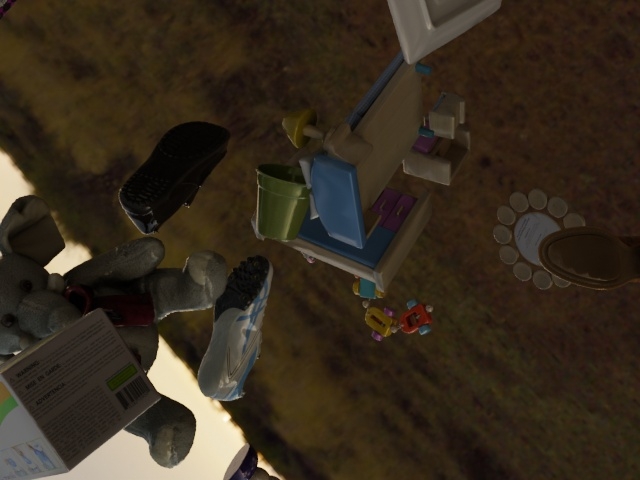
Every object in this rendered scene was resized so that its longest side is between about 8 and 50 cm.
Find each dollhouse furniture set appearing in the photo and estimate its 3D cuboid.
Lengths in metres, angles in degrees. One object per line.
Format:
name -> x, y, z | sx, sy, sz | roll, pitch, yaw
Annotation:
dollhouse furniture set -> 0.035, -0.138, 1.112 | 0.198, 0.286, 0.303 | 23, 153, 22

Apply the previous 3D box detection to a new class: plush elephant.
plush elephant -> -0.313, 0.098, 1.111 | 0.329, 0.272, 0.255 | 11, 170, 31

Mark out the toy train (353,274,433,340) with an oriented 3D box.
toy train -> 0.124, 0.097, 1.511 | 0.046, 0.125, 0.166 | 7, -130, -51

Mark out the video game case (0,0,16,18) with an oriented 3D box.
video game case -> -0.515, -0.375, 1.396 | 0.042, 0.232, 0.210 | 42, 173, -35

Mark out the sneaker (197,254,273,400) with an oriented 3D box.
sneaker -> -0.122, 0.136, 1.416 | 0.086, 0.237, 0.085 | 13, -171, -46

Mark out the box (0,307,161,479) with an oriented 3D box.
box -> -0.262, 0.154, 0.865 | 0.203, 0.114, 0.103 | -25, 100, 51

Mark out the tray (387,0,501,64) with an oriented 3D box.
tray -> 0.144, -0.300, 1.005 | 0.030, 0.270, 0.145 | -8, 110, 36

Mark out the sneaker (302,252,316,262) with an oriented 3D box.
sneaker -> 0.000, 0.000, 1.591 | 0.047, 0.057, 0.119 | 53, -157, -4

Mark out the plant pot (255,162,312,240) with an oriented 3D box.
plant pot -> -0.046, -0.044, 1.097 | 0.083, 0.079, 0.083 | 13, -163, -4

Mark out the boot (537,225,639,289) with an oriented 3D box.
boot -> 0.340, 0.026, 1.129 | 0.152, 0.197, 0.073 | 167, 109, -80

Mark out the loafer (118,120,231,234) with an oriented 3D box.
loafer -> -0.200, -0.089, 1.252 | 0.080, 0.220, 0.078 | 23, 137, 20

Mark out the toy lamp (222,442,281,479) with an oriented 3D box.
toy lamp -> -0.016, 0.410, 1.389 | 0.274, 0.080, 0.080 | 37, 172, -11

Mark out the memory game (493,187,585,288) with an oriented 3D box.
memory game -> 0.380, -0.002, 1.568 | 0.186, 0.012, 0.186 | 21, 124, 36
